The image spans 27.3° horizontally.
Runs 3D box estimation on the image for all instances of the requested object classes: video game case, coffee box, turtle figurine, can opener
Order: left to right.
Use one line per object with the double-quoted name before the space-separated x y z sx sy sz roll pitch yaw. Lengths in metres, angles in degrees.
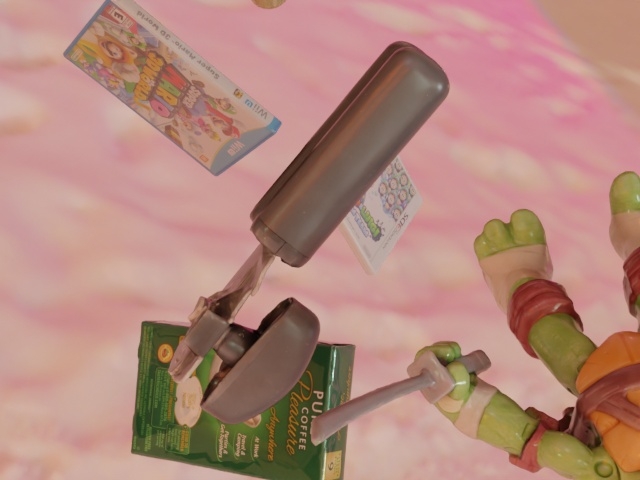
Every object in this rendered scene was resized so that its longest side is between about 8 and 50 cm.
"video game case" -0.123 -0.124 1.070 0.166 0.119 0.015 38 60 -14
"coffee box" -0.063 0.126 1.040 0.184 0.113 0.040 3 -1 30
"can opener" 0.000 0.000 0.896 0.095 0.283 0.076 38 9 -12
"video game case" 0.064 -0.060 1.679 0.019 0.157 0.143 1 44 41
"turtle figurine" 0.156 0.036 0.726 0.274 0.198 0.266 33 24 -19

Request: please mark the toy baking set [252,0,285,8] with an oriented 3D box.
"toy baking set" -0.045 -0.213 0.481 0.030 0.256 0.197 -13 67 -3
